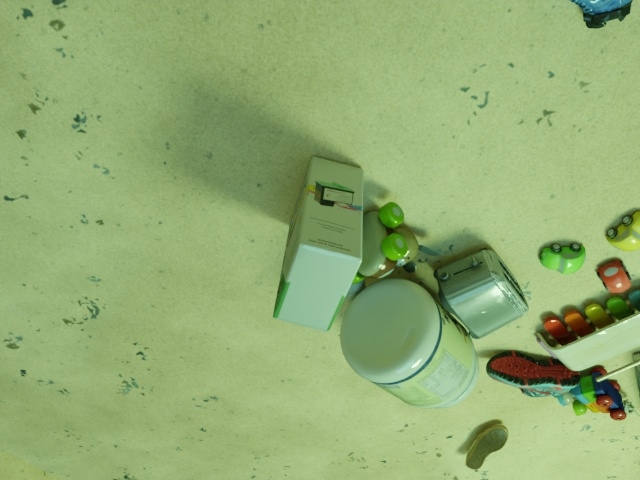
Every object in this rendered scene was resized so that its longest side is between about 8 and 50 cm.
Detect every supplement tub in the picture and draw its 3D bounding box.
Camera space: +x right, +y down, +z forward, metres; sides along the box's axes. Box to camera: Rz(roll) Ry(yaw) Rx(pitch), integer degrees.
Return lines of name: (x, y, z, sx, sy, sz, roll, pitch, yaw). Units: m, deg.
supplement tub: (0.218, 0.252, 1.345, 0.235, 0.236, 0.325, -26, 140, 22)
supplement tub: (0.066, 0.083, 1.333, 0.070, 0.071, 0.107, -5, 132, 6)

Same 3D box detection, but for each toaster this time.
toaster: (0.373, 0.126, 1.326, 0.146, 0.129, 0.227, -30, 123, 23)

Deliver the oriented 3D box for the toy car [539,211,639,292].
toy car: (0.610, 0.045, 1.296, 0.224, 0.053, 0.239, -3, 131, 4)

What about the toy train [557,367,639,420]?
toy train: (0.784, 0.466, 1.640, 0.143, 0.105, 0.248, -26, 127, 35)

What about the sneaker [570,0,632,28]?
sneaker: (0.424, -0.379, 0.924, 0.152, 0.058, 0.085, -6, 123, -2)

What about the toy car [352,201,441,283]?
toy car: (0.163, 0.027, 1.247, 0.188, 0.149, 0.155, 21, 142, -32)

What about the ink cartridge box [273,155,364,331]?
ink cartridge box: (0.000, 0.000, 1.126, 0.117, 0.278, 0.201, 15, 130, -7)

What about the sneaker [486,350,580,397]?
sneaker: (0.561, 0.383, 1.564, 0.261, 0.104, 0.125, 11, 133, -8)

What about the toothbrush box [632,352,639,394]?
toothbrush box: (0.990, 0.409, 1.562, 0.216, 0.126, 0.296, -18, 127, 16)

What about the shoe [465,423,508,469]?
shoe: (0.521, 0.640, 1.830, 0.076, 0.058, 0.219, 28, 125, 4)

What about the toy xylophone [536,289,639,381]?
toy xylophone: (0.721, 0.240, 1.447, 0.322, 0.081, 0.236, -27, 126, 23)
